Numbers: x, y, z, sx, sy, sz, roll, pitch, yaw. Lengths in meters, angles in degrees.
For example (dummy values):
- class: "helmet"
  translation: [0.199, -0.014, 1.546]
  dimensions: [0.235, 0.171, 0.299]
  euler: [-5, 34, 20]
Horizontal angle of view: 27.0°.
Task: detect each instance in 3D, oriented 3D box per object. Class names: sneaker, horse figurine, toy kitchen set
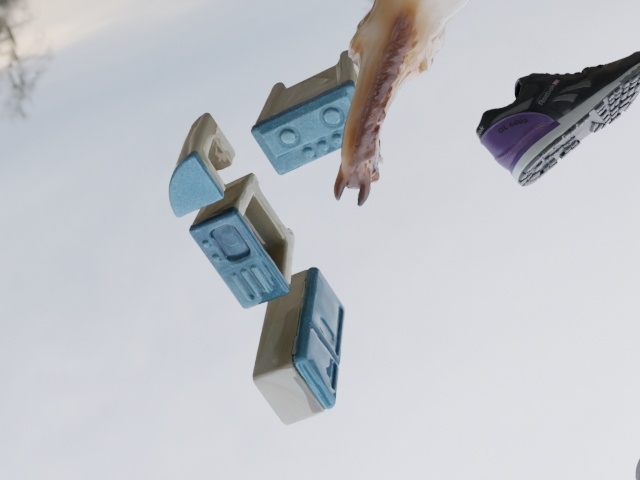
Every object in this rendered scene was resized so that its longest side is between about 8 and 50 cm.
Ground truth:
- class: "sneaker"
  translation: [0.341, -0.205, 1.859]
  dimensions: [0.283, 0.124, 0.107]
  euler: [-35, 159, -20]
- class: "horse figurine"
  translation: [0.076, -0.164, 0.769]
  dimensions: [0.263, 0.066, 0.174]
  euler: [-58, 180, 28]
- class: "toy kitchen set"
  translation: [0.000, 0.000, 0.958]
  dimensions: [0.166, 0.207, 0.122]
  euler: [-22, -150, 20]

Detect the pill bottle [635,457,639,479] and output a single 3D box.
- class: "pill bottle"
  translation: [0.410, 0.291, 1.471]
  dimensions: [0.108, 0.180, 0.108]
  euler: [-15, -128, 21]
